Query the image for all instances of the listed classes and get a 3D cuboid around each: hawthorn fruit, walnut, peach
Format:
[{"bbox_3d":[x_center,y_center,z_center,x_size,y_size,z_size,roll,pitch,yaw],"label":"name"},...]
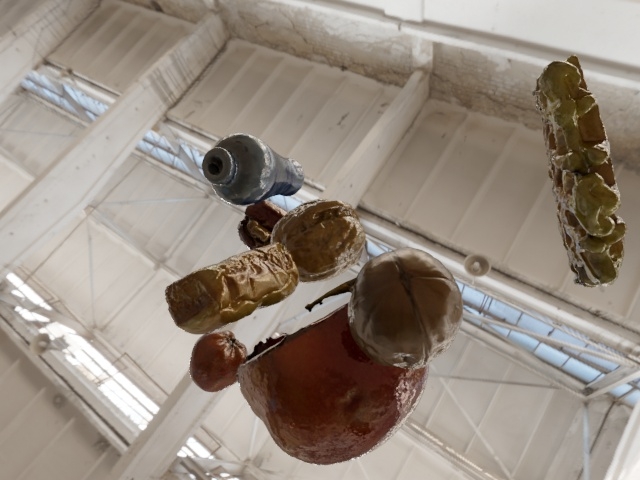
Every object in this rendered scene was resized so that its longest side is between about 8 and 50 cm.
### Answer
[{"bbox_3d":[-0.309,0.362,1.298,0.189,0.189,0.189,-6,-119,11],"label":"hawthorn fruit"},{"bbox_3d":[0.123,0.104,0.635,0.167,0.207,0.167,-4,-127,5],"label":"walnut"},{"bbox_3d":[0.039,0.285,0.918,0.406,0.335,0.310,-32,-93,6],"label":"peach"},{"bbox_3d":[0.000,0.000,1.169,0.257,0.257,0.224,-35,-130,-6],"label":"walnut"},{"bbox_3d":[-0.198,-0.017,1.658,0.222,0.269,0.244,-46,-157,17],"label":"walnut"}]

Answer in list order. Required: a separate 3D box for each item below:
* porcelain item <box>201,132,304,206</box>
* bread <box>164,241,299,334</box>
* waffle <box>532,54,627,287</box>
[{"bbox_3d":[-0.129,-0.140,0.878,0.141,0.259,0.141,2,-85,27],"label":"porcelain item"},{"bbox_3d":[-0.174,0.099,0.927,0.167,0.294,0.132,-20,-89,31],"label":"bread"},{"bbox_3d":[0.304,-0.084,0.515,0.058,0.301,0.281,-13,-101,27],"label":"waffle"}]
